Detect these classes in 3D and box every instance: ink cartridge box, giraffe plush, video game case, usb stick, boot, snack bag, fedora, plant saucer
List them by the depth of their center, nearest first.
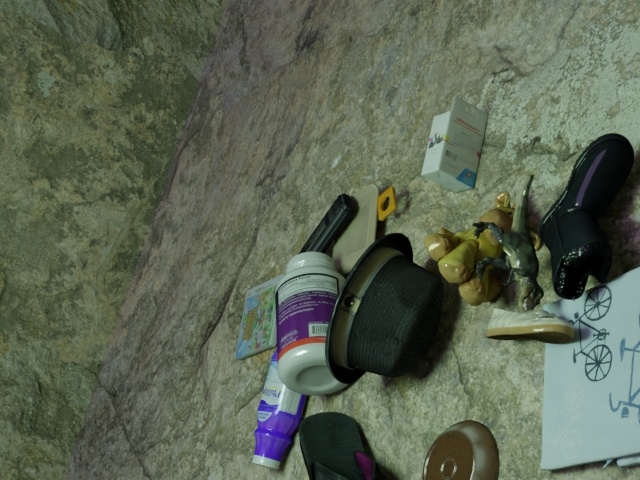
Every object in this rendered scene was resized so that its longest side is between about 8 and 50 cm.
[{"bbox_3d":[0.475,0.205,1.517,0.342,0.037,0.323,-33,42,51],"label":"snack bag"},{"bbox_3d":[0.466,-0.037,1.613,0.246,0.094,0.207,-59,14,28],"label":"boot"},{"bbox_3d":[0.246,0.424,1.752,0.198,0.036,0.199,-41,36,40],"label":"plant saucer"},{"bbox_3d":[0.326,0.004,1.834,0.170,0.181,0.210,-40,2,24],"label":"giraffe plush"},{"bbox_3d":[0.151,0.159,1.952,0.152,0.334,0.334,22,89,29],"label":"fedora"},{"bbox_3d":[0.293,-0.209,2.073,0.061,0.104,0.181,-14,57,56],"label":"ink cartridge box"},{"bbox_3d":[0.000,0.000,2.403,0.278,0.045,0.077,-56,27,31],"label":"usb stick"},{"bbox_3d":[-0.165,0.214,2.641,0.193,0.023,0.212,-27,47,51],"label":"video game case"}]

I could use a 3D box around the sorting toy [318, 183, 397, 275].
[{"bbox_3d":[0.096,-0.021,2.340,0.347,0.047,0.196,-29,52,53],"label":"sorting toy"}]

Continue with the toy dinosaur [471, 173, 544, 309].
[{"bbox_3d":[0.340,0.011,1.728,0.118,0.064,0.268,-7,65,18],"label":"toy dinosaur"}]

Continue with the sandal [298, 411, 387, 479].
[{"bbox_3d":[0.046,0.469,1.904,0.446,0.167,0.107,-124,28,-59],"label":"sandal"}]

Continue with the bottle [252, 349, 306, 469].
[{"bbox_3d":[-0.097,0.407,2.301,0.118,0.092,0.283,-8,62,57],"label":"bottle"}]

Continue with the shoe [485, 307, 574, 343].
[{"bbox_3d":[0.362,0.144,1.663,0.219,0.076,0.058,-11,64,64],"label":"shoe"}]

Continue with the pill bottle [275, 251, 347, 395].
[{"bbox_3d":[-0.015,0.188,2.229,0.181,0.181,0.323,-44,35,36],"label":"pill bottle"}]
